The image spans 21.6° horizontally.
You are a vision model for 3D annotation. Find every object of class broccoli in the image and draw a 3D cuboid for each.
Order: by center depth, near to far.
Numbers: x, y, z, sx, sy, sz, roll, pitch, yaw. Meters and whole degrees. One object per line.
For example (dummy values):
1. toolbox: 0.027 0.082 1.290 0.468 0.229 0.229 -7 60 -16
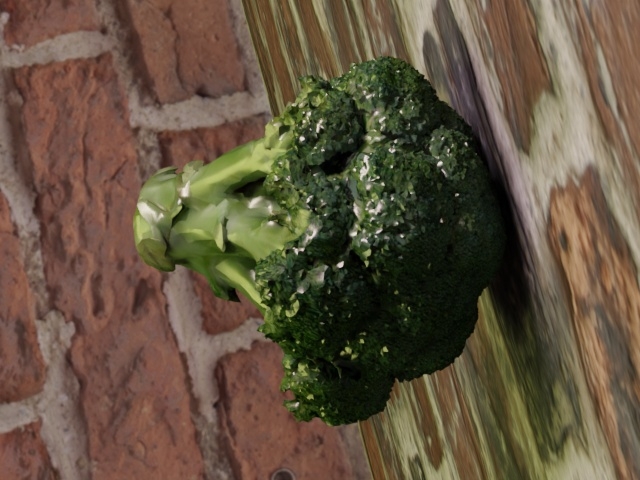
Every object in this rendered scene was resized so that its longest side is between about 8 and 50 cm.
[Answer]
1. broccoli: 0.000 0.000 1.211 0.270 0.270 0.270 4 -90 -73
